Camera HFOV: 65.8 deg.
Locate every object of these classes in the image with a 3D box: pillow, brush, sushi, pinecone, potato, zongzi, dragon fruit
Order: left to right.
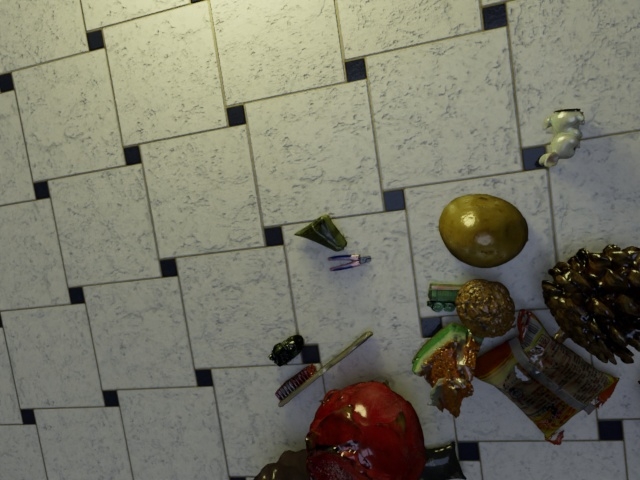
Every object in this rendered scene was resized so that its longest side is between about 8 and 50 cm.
[{"bbox_3d":[-0.088,0.292,1.306,0.083,0.085,0.056,-34,89,15],"label":"sushi"},{"bbox_3d":[0.000,0.000,1.268,0.113,0.052,0.104,-32,95,29],"label":"zongzi"},{"bbox_3d":[0.003,0.329,1.302,0.321,0.060,0.050,-41,75,16],"label":"brush"},{"bbox_3d":[0.105,0.488,1.175,0.296,0.302,0.295,4,105,17],"label":"dragon fruit"},{"bbox_3d":[0.286,0.573,1.264,0.150,0.048,0.090,-18,95,18],"label":"pillow"},{"bbox_3d":[0.370,-0.012,1.115,0.203,0.158,0.178,34,105,4],"label":"potato"},{"bbox_3d":[0.593,0.121,1.040,0.243,0.243,0.257,31,74,9],"label":"pinecone"}]

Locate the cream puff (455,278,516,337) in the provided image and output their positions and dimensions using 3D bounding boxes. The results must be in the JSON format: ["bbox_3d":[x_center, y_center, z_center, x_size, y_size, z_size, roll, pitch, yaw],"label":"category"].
[{"bbox_3d":[0.373,0.154,1.120,0.126,0.103,0.143,-26,87,13],"label":"cream puff"}]

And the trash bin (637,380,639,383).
[{"bbox_3d":[0.790,0.413,1.064,0.185,0.161,0.238,-23,83,16],"label":"trash bin"}]

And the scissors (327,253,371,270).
[{"bbox_3d":[0.075,0.053,1.269,0.113,0.012,0.039,-10,95,16],"label":"scissors"}]

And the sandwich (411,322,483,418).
[{"bbox_3d":[0.307,0.298,1.168,0.109,0.160,0.184,26,113,-9],"label":"sandwich"}]

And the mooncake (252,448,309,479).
[{"bbox_3d":[-0.029,0.701,1.202,0.381,0.350,0.212,29,110,-14],"label":"mooncake"}]

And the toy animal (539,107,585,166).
[{"bbox_3d":[0.534,-0.222,1.083,0.085,0.071,0.124,3,98,13],"label":"toy animal"}]

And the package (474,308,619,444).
[{"bbox_3d":[0.511,0.323,1.143,0.288,0.108,0.223,39,108,6],"label":"package"}]

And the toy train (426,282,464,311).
[{"bbox_3d":[0.333,0.141,1.200,0.148,0.038,0.070,1,98,14],"label":"toy train"}]
